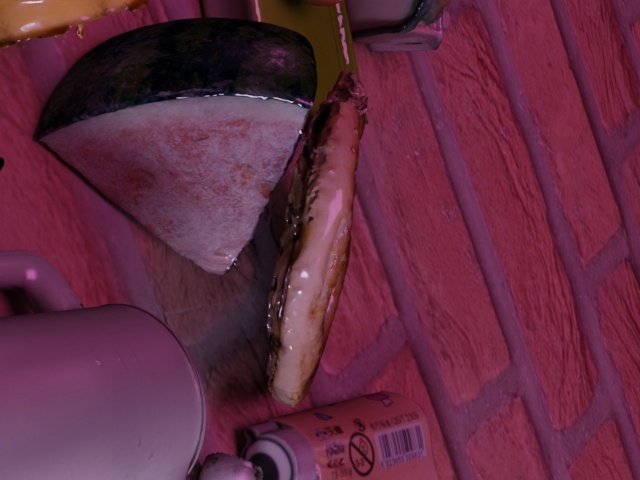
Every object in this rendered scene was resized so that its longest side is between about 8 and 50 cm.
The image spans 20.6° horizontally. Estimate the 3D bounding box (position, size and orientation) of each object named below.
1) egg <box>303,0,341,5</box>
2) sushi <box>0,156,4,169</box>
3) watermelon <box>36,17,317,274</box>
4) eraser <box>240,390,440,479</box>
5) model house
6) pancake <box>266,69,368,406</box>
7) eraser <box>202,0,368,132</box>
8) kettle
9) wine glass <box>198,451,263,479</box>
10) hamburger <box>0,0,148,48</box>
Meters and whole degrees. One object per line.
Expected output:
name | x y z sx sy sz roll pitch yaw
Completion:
egg | -0.004 -0.305 2.025 0.083 0.071 0.071 44 42 -6
sushi | -0.389 -0.106 1.436 0.219 0.238 0.225 69 20 -7
watermelon | -0.156 -0.121 1.882 0.250 0.293 0.283 23 22 -5
eraser | 0.029 0.274 2.051 0.290 0.087 0.171 -7 84 -56
model house | 0.122 -0.370 2.263 0.237 0.202 0.237 -4 84 -55
pancake | -0.001 0.000 1.927 0.382 0.071 0.382 11 90 -88
eraser | -0.045 -0.256 2.093 0.210 0.092 0.274 -10 87 -55
kettle | -0.290 0.151 1.565 0.318 0.265 0.205 -8 119 -55
wine glass | -0.113 0.305 1.853 0.072 0.072 0.155 50 44 -35
hamburger | -0.278 -0.306 1.616 0.276 0.276 0.237 -37 119 -53
